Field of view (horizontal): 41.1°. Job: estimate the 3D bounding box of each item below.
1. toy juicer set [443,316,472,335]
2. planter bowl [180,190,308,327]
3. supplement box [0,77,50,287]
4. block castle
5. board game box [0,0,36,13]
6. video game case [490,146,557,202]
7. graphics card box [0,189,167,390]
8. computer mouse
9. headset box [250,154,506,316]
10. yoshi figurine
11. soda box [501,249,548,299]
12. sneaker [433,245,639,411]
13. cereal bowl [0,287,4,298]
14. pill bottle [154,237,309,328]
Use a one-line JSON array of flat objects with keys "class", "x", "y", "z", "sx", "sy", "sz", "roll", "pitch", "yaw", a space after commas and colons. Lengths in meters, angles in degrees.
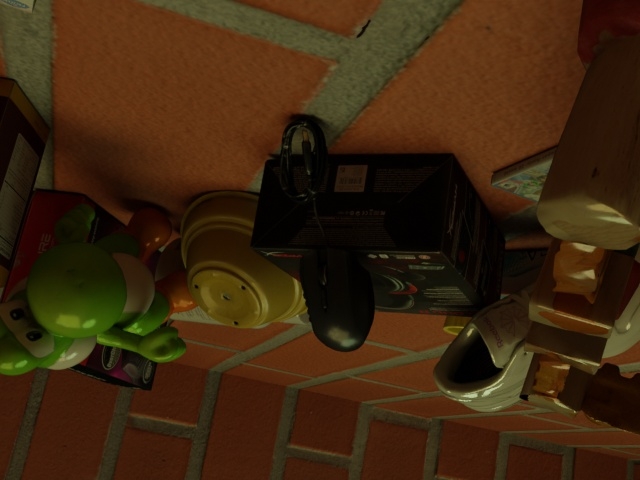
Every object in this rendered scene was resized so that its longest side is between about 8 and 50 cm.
[{"class": "toy juicer set", "x": 0.378, "y": 0.156, "z": 1.359, "sx": 0.329, "sy": 0.089, "sz": 0.209, "roll": 0, "pitch": 161, "yaw": 30}, {"class": "planter bowl", "x": -0.105, "y": 0.049, "z": 1.114, "sx": 0.217, "sy": 0.090, "sz": 0.217, "roll": 13, "pitch": 133, "yaw": 15}, {"class": "supplement box", "x": -0.421, "y": -0.070, "z": 0.903, "sx": 0.192, "sy": 0.194, "sz": 0.129, "roll": 10, "pitch": 163, "yaw": 2}, {"class": "block castle", "x": 0.304, "y": 0.010, "z": 0.578, "sx": 0.303, "sy": 0.212, "sz": 0.453, "roll": 17, "pitch": 160, "yaw": 19}, {"class": "board game box", "x": -0.255, "y": -0.211, "z": 0.636, "sx": 0.090, "sy": 0.020, "sz": 0.090, "roll": 16, "pitch": 162, "yaw": -19}, {"class": "video game case", "x": 0.262, "y": -0.062, "z": 0.827, "sx": 0.119, "sy": 0.015, "sz": 0.166, "roll": 17, "pitch": 162, "yaw": -21}, {"class": "graphics card box", "x": -0.354, "y": 0.094, "z": 1.353, "sx": 0.094, "sy": 0.232, "sz": 0.371, "roll": 6, "pitch": 162, "yaw": 15}, {"class": "computer mouse", "x": 0.000, "y": 0.000, "z": 0.846, "sx": 0.071, "sy": 0.242, "sz": 0.041, "roll": -9, "pitch": -168, "yaw": 28}, {"class": "headset box", "x": 0.085, "y": 0.009, "z": 1.003, "sx": 0.218, "sy": 0.110, "sz": 0.293, "roll": 1, "pitch": 162, "yaw": 24}, {"class": "yoshi figurine", "x": -0.261, "y": 0.058, "z": 1.061, "sx": 0.204, "sy": 0.202, "sz": 0.362, "roll": 17, "pitch": -163, "yaw": 14}, {"class": "soda box", "x": 0.307, "y": 0.048, "z": 1.085, "sx": 0.183, "sy": 0.062, "sz": 0.058, "roll": -3, "pitch": 158, "yaw": 37}, {"class": "sneaker", "x": 0.261, "y": 0.098, "z": 0.965, "sx": 0.305, "sy": 0.114, "sz": 0.152, "roll": -41, "pitch": 150, "yaw": 16}, {"class": "cereal bowl", "x": -0.628, "y": 0.081, "z": 1.637, "sx": 0.339, "sy": 0.141, "sz": 0.339, "roll": 9, "pitch": 163, "yaw": 3}, {"class": "pill bottle", "x": -0.121, "y": 0.065, "z": 1.288, "sx": 0.229, "sy": 0.131, "sz": 0.131, "roll": 4, "pitch": 162, "yaw": 23}]
